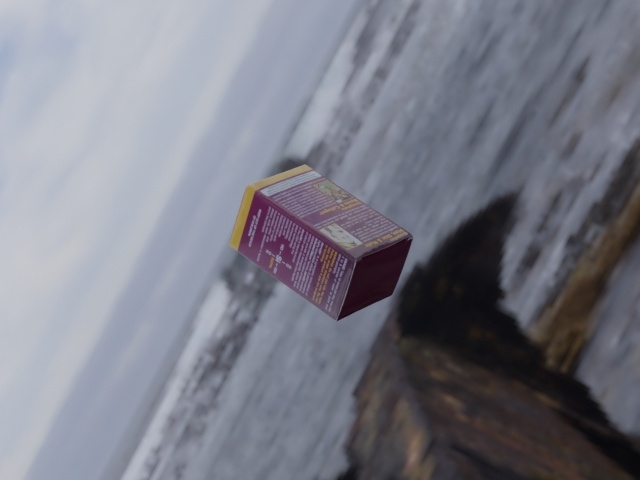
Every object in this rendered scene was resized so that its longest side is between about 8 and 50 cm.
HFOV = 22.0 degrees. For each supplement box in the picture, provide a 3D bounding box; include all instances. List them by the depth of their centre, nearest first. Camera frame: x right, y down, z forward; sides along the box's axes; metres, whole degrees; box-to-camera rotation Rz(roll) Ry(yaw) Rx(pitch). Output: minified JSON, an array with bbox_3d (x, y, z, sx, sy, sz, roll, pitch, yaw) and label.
[{"bbox_3d":[0.000,0.000,0.914,0.055,0.083,0.043,-21,-43,-48],"label":"supplement box"}]
